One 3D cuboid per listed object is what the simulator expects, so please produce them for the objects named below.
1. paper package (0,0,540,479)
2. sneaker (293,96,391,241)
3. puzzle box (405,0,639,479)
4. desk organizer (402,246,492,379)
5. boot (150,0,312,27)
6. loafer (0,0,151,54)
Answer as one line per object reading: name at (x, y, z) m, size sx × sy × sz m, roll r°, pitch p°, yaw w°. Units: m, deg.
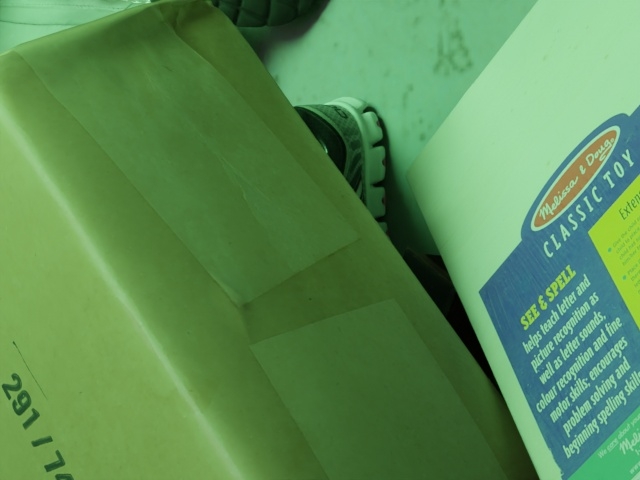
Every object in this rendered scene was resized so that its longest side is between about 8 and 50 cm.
paper package at (-0.083, 0.105, 0.814) m, size 0.325 × 0.168 × 0.309 m, roll 54°, pitch 134°, yaw 16°
sneaker at (0.000, 0.000, 0.896) m, size 0.063 × 0.074 × 0.170 m, roll -16°, pitch 75°, yaw 43°
puzzle box at (0.202, -0.079, 0.670) m, size 0.409 × 0.052 × 0.272 m, roll -52°, pitch 38°, yaw 29°
desk organizer at (0.054, 0.073, 0.851) m, size 0.047 × 0.050 × 0.130 m, roll 41°, pitch 118°, yaw 47°
boot at (-0.109, -0.219, 1.002) m, size 0.161 × 0.246 × 0.083 m, roll -72°, pitch -1°, yaw -59°
loafer at (-0.174, -0.123, 1.080) m, size 0.111 × 0.112 × 0.319 m, roll -49°, pitch 38°, yaw -17°
